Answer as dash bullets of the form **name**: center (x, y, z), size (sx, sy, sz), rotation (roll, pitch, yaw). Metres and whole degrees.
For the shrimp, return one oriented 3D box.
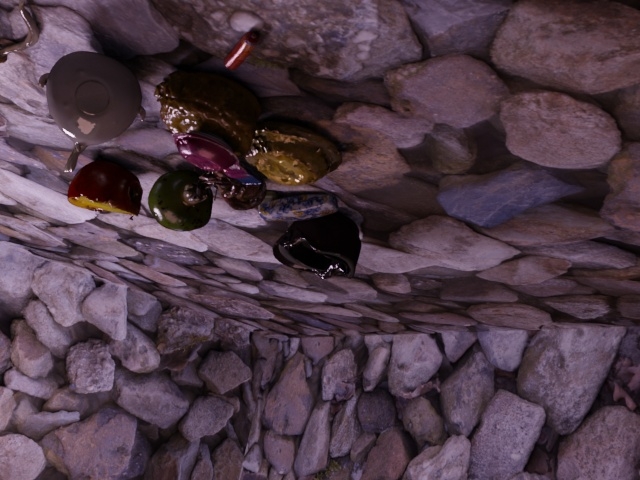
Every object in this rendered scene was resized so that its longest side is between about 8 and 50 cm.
- **shrimp**: center (-0.281, -0.184, 1.848), size (0.145, 0.117, 0.343), rotation (-25, 142, 23)

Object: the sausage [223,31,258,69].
- **sausage**: center (-0.157, -0.384, 1.326), size (0.034, 0.034, 0.129), rotation (21, 159, -24)

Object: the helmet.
- **helmet**: center (0.000, 0.000, 2.101), size (0.305, 0.177, 0.225), rotation (6, 155, 40)

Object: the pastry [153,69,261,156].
- **pastry**: center (-0.258, -0.286, 1.515), size (0.235, 0.132, 0.240), rotation (22, 158, -29)

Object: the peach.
- **peach**: center (-0.691, -0.173, 2.073), size (0.267, 0.154, 0.158), rotation (8, 163, 33)

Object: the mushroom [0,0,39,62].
- **mushroom**: center (-0.660, -0.453, 1.446), size (0.068, 0.043, 0.306), rotation (-5, 174, -41)

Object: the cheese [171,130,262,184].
- **cheese**: center (-0.233, -0.186, 1.503), size (0.155, 0.062, 0.244), rotation (2, 159, 44)

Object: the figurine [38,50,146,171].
- **figurine**: center (-0.548, -0.287, 1.550), size (0.226, 0.275, 0.394), rotation (23, 177, -20)

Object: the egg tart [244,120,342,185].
- **egg tart**: center (-0.084, -0.210, 1.683), size (0.278, 0.095, 0.279), rotation (10, 161, 3)

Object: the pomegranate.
- **pomegranate**: center (-0.405, -0.124, 1.976), size (0.202, 0.202, 0.247), rotation (24, 161, -30)

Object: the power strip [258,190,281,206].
- **power strip**: center (-0.204, -0.133, 2.074), size (0.168, 0.028, 0.076), rotation (3, 159, 20)

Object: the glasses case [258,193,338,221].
- **glasses case**: center (-0.068, -0.097, 2.003), size (0.247, 0.065, 0.087), rotation (-8, 160, 21)
